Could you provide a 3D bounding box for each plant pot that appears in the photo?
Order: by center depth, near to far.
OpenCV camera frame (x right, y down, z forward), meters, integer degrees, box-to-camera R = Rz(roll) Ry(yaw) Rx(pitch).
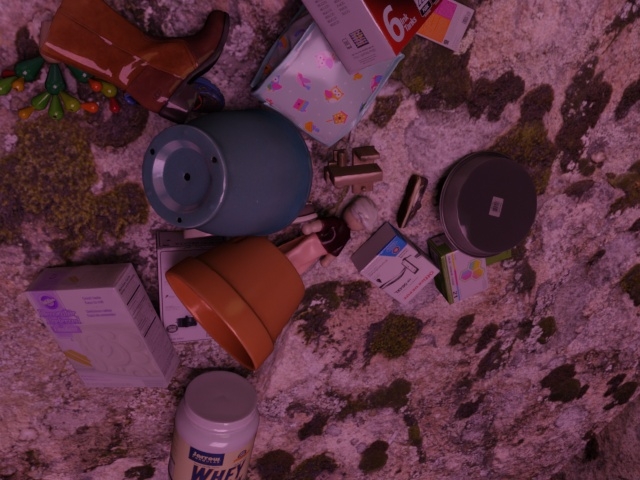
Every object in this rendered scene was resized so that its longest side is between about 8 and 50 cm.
[{"bbox_3d":[-0.192,-0.127,1.063,0.271,0.272,0.255,-60,163,20],"label":"plant pot"},{"bbox_3d":[-0.172,0.116,1.230,0.203,0.291,0.290,-42,128,-21],"label":"plant pot"}]

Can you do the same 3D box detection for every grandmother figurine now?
[{"bbox_3d":[0.000,0.000,1.415,0.343,0.104,0.208,-33,159,-1],"label":"grandmother figurine"}]

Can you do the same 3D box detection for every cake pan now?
[{"bbox_3d":[0.457,-0.093,1.467,0.294,0.054,0.292,-3,98,-19],"label":"cake pan"}]

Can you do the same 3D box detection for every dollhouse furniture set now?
[{"bbox_3d":[0.082,-0.136,1.323,0.144,0.151,0.123,-8,123,-11],"label":"dollhouse furniture set"}]

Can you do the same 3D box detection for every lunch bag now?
[{"bbox_3d":[0.006,-0.355,1.161,0.224,0.160,0.262,31,101,-32],"label":"lunch bag"}]

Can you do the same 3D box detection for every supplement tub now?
[{"bbox_3d":[-0.304,0.561,1.573,0.236,0.235,0.324,3,119,-20],"label":"supplement tub"}]

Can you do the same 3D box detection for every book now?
[{"bbox_3d":[0.265,-0.497,1.234,0.144,0.035,0.096,13,112,-25],"label":"book"}]

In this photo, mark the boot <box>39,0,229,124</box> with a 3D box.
[{"bbox_3d":[-0.335,-0.390,1.038,0.281,0.096,0.263,28,81,-19],"label":"boot"}]

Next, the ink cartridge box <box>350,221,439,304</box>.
[{"bbox_3d":[0.210,0.067,1.529,0.203,0.086,0.148,35,105,-31],"label":"ink cartridge box"}]

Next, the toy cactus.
[{"bbox_3d":[-0.506,-0.324,1.061,0.219,0.112,0.180,-2,102,-14],"label":"toy cactus"}]

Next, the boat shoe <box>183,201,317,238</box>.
[{"bbox_3d":[-0.166,-0.069,1.308,0.325,0.117,0.096,-9,88,-17],"label":"boat shoe"}]

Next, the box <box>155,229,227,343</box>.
[{"bbox_3d":[-0.322,0.117,1.384,0.169,0.087,0.289,-4,122,-16],"label":"box"}]

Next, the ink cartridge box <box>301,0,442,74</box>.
[{"bbox_3d":[0.097,-0.514,1.002,0.271,0.130,0.309,50,60,-26],"label":"ink cartridge box"}]

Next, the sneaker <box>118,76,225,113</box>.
[{"bbox_3d":[-0.305,-0.291,1.126,0.222,0.087,0.083,4,140,-22],"label":"sneaker"}]

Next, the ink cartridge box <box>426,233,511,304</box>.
[{"bbox_3d":[0.455,0.047,1.591,0.256,0.097,0.188,-21,124,-4],"label":"ink cartridge box"}]

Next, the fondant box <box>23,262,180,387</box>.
[{"bbox_3d":[-0.513,0.213,1.322,0.239,0.096,0.330,-4,124,14],"label":"fondant box"}]

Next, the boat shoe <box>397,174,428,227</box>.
[{"bbox_3d":[0.246,-0.098,1.458,0.049,0.056,0.152,9,117,-17],"label":"boat shoe"}]
